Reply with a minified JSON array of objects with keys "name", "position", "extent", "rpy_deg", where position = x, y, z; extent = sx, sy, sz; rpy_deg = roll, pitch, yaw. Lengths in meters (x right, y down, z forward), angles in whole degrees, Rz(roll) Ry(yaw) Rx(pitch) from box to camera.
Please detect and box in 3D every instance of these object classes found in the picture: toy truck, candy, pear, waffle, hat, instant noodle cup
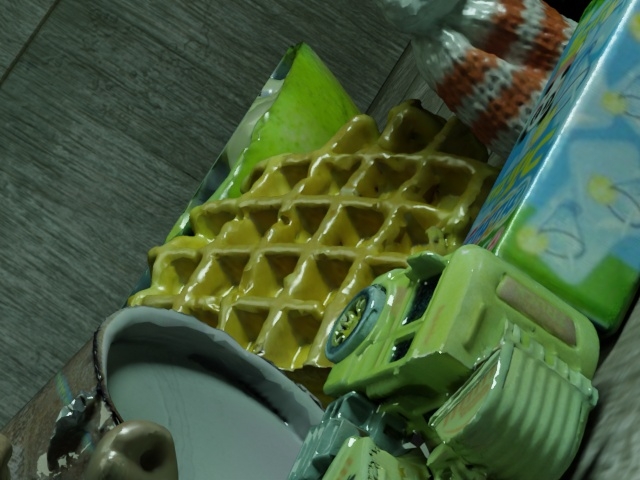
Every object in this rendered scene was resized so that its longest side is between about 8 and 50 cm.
[{"name":"toy truck","position":[0.036,0.090,0.635],"extent":[0.116,0.085,0.191],"rpy_deg":[-32,26,57]},{"name":"candy","position":[0.121,-0.038,0.764],"extent":[0.194,0.062,0.097],"rpy_deg":[-60,6,-24]},{"name":"pear","position":[-0.051,0.043,1.389],"extent":[0.399,0.165,0.399],"rpy_deg":[-56,5,7]},{"name":"waffle","position":[0.000,0.000,1.067],"extent":[0.229,0.057,0.219],"rpy_deg":[4,50,39]},{"name":"hat","position":[0.086,-0.090,0.876],"extent":[0.093,0.162,0.112],"rpy_deg":[-51,11,33]},{"name":"instant noodle cup","position":[-0.088,0.159,0.777],"extent":[0.207,0.217,0.217],"rpy_deg":[-49,7,17]}]

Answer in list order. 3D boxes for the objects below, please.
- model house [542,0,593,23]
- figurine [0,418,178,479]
[{"name":"model house","position":[0.148,-0.206,1.042],"extent":[0.317,0.297,0.282],"rpy_deg":[-116,26,-68]},{"name":"figurine","position":[-0.160,0.137,0.581],"extent":[0.248,0.380,0.203],"rpy_deg":[17,-94,-65]}]
